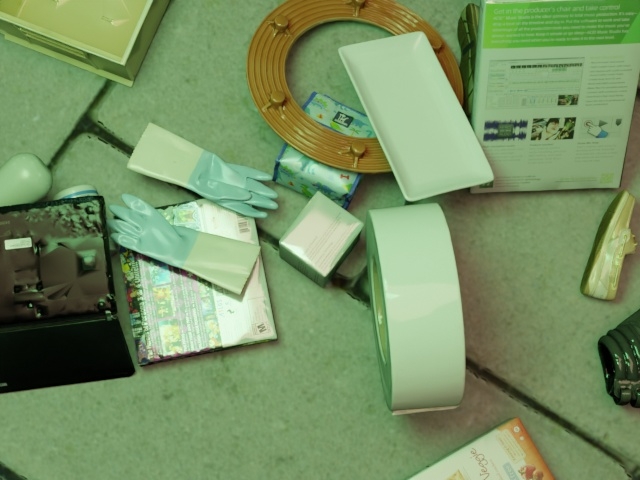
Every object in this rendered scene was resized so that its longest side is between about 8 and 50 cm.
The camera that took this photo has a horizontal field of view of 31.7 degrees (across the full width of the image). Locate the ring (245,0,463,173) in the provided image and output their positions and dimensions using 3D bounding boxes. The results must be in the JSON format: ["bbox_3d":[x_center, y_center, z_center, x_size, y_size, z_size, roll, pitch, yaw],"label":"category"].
[{"bbox_3d":[0.056,-0.251,1.691,0.337,0.032,0.336,5,62,-9],"label":"ring"}]

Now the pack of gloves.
[{"bbox_3d":[-0.188,-0.043,1.665,0.232,0.046,0.195,23,67,0],"label":"pack of gloves"}]

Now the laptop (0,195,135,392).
[{"bbox_3d":[-0.400,0.082,1.602,0.234,0.136,0.264,-7,89,-3],"label":"laptop"}]

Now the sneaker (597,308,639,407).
[{"bbox_3d":[0.504,0.237,1.630,0.147,0.104,0.295,-24,75,-3],"label":"sneaker"}]

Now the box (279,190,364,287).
[{"bbox_3d":[0.000,0.000,1.662,0.087,0.101,0.102,35,79,6],"label":"box"}]

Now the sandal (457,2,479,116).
[{"bbox_3d":[0.247,-0.281,1.743,0.049,0.072,0.180,5,74,-22],"label":"sandal"}]

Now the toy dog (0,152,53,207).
[{"bbox_3d":[-0.546,-0.039,1.639,0.334,0.220,0.161,-13,41,-8],"label":"toy dog"}]

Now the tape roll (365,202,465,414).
[{"bbox_3d":[0.128,0.092,1.556,0.100,0.286,0.286,-6,80,-3],"label":"tape roll"}]

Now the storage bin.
[{"bbox_3d":[-0.359,-0.410,1.723,0.260,0.123,0.262,21,80,3],"label":"storage bin"}]

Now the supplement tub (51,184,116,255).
[{"bbox_3d":[-0.352,-0.023,1.677,0.071,0.071,0.107,-20,81,-4],"label":"supplement tub"}]

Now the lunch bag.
[{"bbox_3d":[0.015,-0.140,1.697,0.129,0.096,0.151,26,67,2],"label":"lunch bag"}]

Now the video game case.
[{"bbox_3d":[-0.186,0.056,1.679,0.210,0.042,0.232,-11,79,-3],"label":"video game case"}]

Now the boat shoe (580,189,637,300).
[{"bbox_3d":[0.444,0.010,1.691,0.059,0.063,0.170,21,89,0],"label":"boat shoe"}]

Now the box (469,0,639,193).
[{"bbox_3d":[0.336,-0.214,1.622,0.232,0.322,0.058,-2,39,-2],"label":"box"}]

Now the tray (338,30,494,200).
[{"bbox_3d":[0.135,-0.179,1.636,0.145,0.030,0.270,-14,67,-20],"label":"tray"}]

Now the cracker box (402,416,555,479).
[{"bbox_3d":[0.219,0.376,1.612,0.232,0.067,0.155,-29,81,-5],"label":"cracker box"}]
